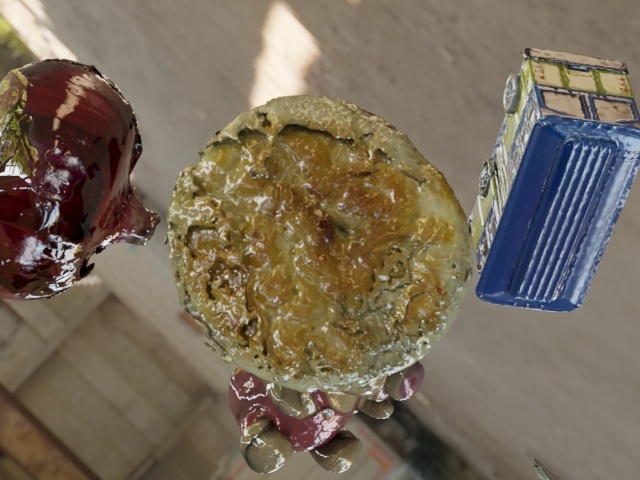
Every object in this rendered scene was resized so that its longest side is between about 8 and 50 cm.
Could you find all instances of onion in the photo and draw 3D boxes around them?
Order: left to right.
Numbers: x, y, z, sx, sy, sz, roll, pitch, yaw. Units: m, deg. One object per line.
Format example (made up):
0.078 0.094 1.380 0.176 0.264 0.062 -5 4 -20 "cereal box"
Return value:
-0.262 -0.054 1.498 0.219 0.252 0.252 20 179 -11 "onion"

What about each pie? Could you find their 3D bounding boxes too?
0.000 0.000 1.316 0.274 0.274 0.055 44 167 3 "pie"

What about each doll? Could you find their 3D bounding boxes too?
0.024 0.108 1.448 0.152 0.256 0.196 36 -165 1 "doll"

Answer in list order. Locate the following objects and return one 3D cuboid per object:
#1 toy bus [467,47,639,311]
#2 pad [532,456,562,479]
0.277 -0.070 1.812 0.138 0.287 0.175 7 -140 -8 "toy bus"
0.295 0.302 1.377 0.265 0.009 0.159 40 -172 -39 "pad"
